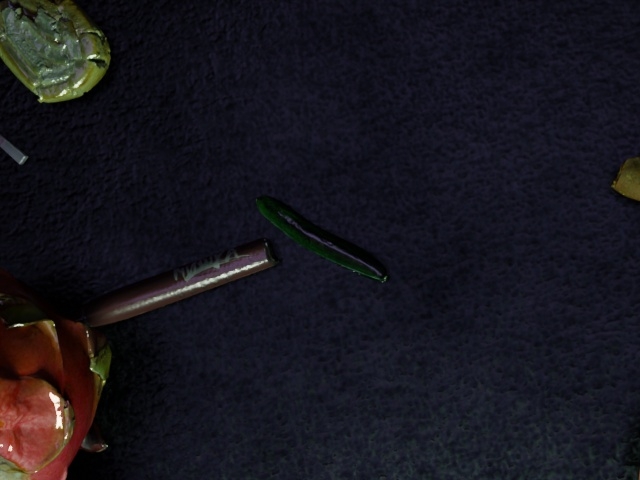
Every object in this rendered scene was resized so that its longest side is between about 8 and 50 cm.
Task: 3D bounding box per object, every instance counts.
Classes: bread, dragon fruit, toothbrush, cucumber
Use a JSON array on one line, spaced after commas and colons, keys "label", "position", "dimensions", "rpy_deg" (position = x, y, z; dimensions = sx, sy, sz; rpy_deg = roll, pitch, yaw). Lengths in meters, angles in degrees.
[{"label": "bread", "position": [-0.332, -0.242, 1.520], "dimensions": [0.156, 0.064, 0.117], "rpy_deg": [45, 92, 5]}, {"label": "dragon fruit", "position": [-0.361, 0.196, 1.358], "dimensions": [0.226, 0.305, 0.305], "rpy_deg": [29, 92, 46]}, {"label": "toothbrush", "position": [-0.225, 0.073, 1.506], "dimensions": [0.364, 0.041, 0.040], "rpy_deg": [-20, 85, 5]}, {"label": "cucumber", "position": [0.000, 0.000, 1.487], "dimensions": [0.184, 0.033, 0.036], "rpy_deg": [31, 116, 7]}, {"label": "toothbrush", "position": [-0.440, -0.160, 1.554], "dimensions": [0.194, 0.017, 0.014], "rpy_deg": [40, 98, 4]}]

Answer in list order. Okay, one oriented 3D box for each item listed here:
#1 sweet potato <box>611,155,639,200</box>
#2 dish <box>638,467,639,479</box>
[{"label": "sweet potato", "position": [0.455, -0.053, 1.413], "dimensions": [0.244, 0.077, 0.077], "rpy_deg": [15, 89, 9]}, {"label": "dish", "position": [0.480, 0.268, 1.392], "dimensions": [0.260, 0.085, 0.260], "rpy_deg": [0, 89, 5]}]
